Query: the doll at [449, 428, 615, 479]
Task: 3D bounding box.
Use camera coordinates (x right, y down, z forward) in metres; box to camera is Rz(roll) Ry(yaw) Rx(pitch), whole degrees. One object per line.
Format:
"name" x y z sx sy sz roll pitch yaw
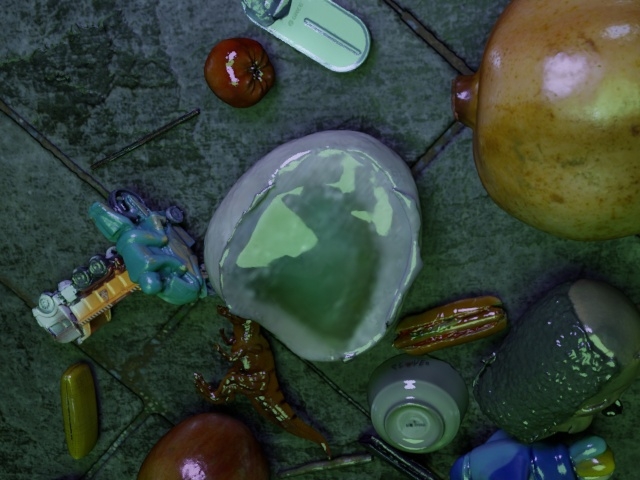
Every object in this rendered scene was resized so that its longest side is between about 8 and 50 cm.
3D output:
"doll" 0.400 0.499 1.382 0.376 0.187 0.365 -1 121 -12

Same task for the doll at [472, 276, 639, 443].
"doll" 0.436 0.228 1.238 0.247 0.247 0.349 37 123 -3

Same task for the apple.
"apple" -0.254 0.539 1.473 0.302 0.301 0.301 4 111 11

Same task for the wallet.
"wallet" 0.160 0.461 1.453 0.166 0.111 0.030 34 73 -1

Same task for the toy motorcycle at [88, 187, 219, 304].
"toy motorcycle" -0.318 0.027 1.335 0.296 0.198 0.109 46 117 -6

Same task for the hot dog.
"hot dog" 0.245 0.170 1.341 0.236 0.062 0.092 -23 107 20

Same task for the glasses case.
"glasses case" -0.552 0.389 1.582 0.064 0.079 0.234 9 112 16

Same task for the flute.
"flute" -0.346 -0.196 1.355 0.270 0.014 0.014 -23 104 19

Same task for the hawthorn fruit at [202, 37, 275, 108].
"hawthorn fruit" -0.146 -0.301 1.225 0.125 0.140 0.125 -8 116 -18

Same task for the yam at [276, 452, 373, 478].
"yam" 0.007 0.502 1.532 0.234 0.029 0.027 -18 134 18

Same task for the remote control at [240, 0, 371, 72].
"remote control" -0.024 -0.382 1.197 0.247 0.052 0.104 32 112 -1

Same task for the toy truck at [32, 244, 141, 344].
"toy truck" -0.465 0.112 1.445 0.271 0.114 0.135 -32 96 18

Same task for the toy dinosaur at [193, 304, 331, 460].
"toy dinosaur" -0.152 0.307 1.462 0.208 0.097 0.432 -21 108 9

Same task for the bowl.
"bowl" 0.191 0.345 1.392 0.212 0.112 0.211 4 113 10

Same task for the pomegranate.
"pomegranate" 0.382 -0.190 1.004 0.417 0.416 0.416 4 111 11

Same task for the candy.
"candy" 0.000 0.000 1.261 0.386 0.186 0.426 28 111 -8
